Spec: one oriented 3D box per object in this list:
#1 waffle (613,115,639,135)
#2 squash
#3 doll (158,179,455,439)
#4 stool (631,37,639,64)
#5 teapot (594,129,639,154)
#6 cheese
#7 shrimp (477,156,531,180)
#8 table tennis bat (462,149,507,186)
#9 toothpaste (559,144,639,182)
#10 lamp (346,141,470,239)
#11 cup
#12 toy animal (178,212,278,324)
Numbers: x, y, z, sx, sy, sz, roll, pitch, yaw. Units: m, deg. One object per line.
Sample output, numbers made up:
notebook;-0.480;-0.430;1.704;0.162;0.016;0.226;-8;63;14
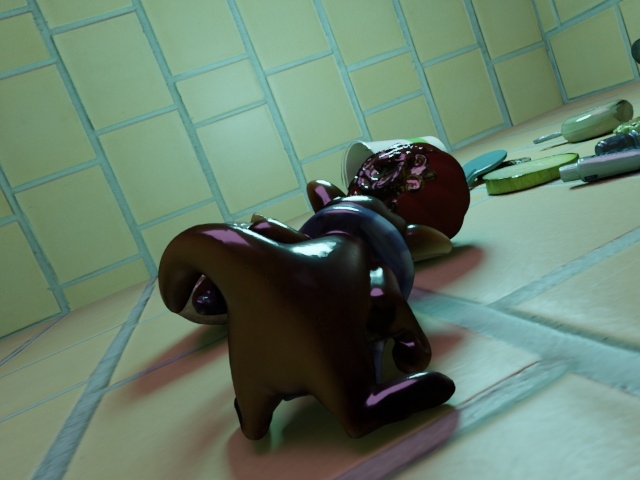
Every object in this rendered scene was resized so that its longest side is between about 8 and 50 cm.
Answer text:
waffle;0.819;-0.297;1.153;0.208;0.054;0.214;-26;3;-9
squash;0.506;-0.160;1.168;0.220;0.041;0.219;-17;10;3
doll;-0.003;0.063;0.538;0.318;0.209;0.340;15;23;17
stool;0.531;-0.179;0.514;0.311;0.226;0.310;-15;11;36
teapot;0.629;-0.193;1.030;0.084;0.063;0.049;-18;40;6
cheese;0.791;-0.349;1.498;0.163;0.082;0.286;-25;7;-30
shrimp;0.539;-0.215;1.441;0.161;0.034;0.091;-18;9;22
table tennis bat;0.461;-0.207;1.441;0.149;0.038;0.237;-10;24;49
toothpaste;0.581;-0.150;0.853;0.297;0.048;0.075;-12;12;40
lamp;0.146;-0.072;0.861;0.227;0.226;0.227;-21;8;3
cup;0.240;-0.207;1.503;0.274;0.252;0.253;-18;6;-21
toy animal;-0.164;0.056;0.945;0.227;0.188;0.358;-25;7;18
